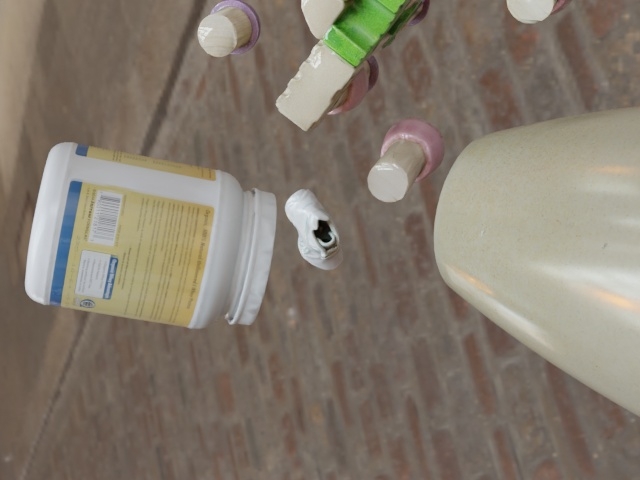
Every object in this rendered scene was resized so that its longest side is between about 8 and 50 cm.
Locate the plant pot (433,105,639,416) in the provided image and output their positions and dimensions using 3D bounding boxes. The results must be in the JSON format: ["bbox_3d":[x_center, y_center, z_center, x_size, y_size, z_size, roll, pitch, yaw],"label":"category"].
[{"bbox_3d":[0.228,0.009,0.766,0.274,0.256,0.256,14,112,37],"label":"plant pot"}]

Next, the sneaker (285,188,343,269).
[{"bbox_3d":[0.000,0.000,1.390,0.061,0.053,0.152,46,170,37],"label":"sneaker"}]

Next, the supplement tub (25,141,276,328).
[{"bbox_3d":[-0.149,0.000,0.955,0.144,0.199,0.144,-169,90,-79],"label":"supplement tub"}]

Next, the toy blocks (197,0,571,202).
[{"bbox_3d":[0.067,-0.255,1.095,0.309,0.260,0.288,38,118,0],"label":"toy blocks"}]
